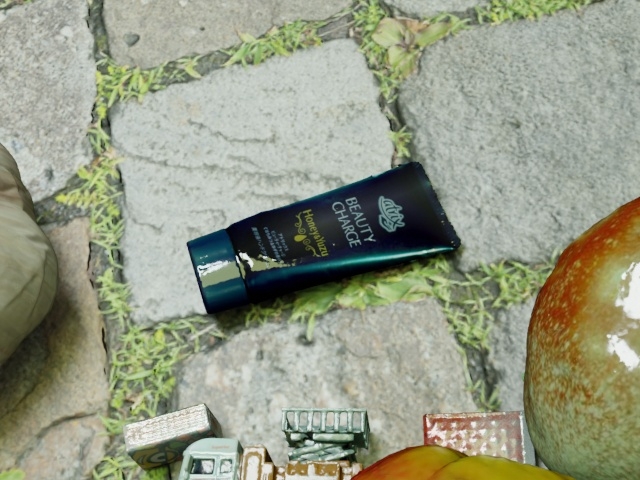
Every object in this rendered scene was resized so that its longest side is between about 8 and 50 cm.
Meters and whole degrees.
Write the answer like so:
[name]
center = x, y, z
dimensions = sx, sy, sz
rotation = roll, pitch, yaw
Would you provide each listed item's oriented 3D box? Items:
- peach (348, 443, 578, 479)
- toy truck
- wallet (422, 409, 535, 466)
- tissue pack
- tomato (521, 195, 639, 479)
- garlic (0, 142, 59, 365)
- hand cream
[peach]
center = 0.098, 0.329, 0.642
dimensions = 0.290, 0.372, 0.372
rotation = 11, 65, 30
[toy truck]
center = -0.042, 0.216, 0.859
dimensions = 0.178, 0.080, 0.115
rotation = -1, 58, 6
[wallet]
center = 0.146, 0.250, 0.847
dimensions = 0.103, 0.020, 0.196
rotation = -3, 64, 6
[tissue pack]
center = -0.140, 0.187, 0.897
dimensions = 0.083, 0.063, 0.035
rotation = -16, 59, -2
[tomato]
center = 0.317, 0.096, 0.775
dimensions = 0.304, 0.239, 0.303
rotation = -2, 65, 4
[garlic]
center = -0.420, 0.030, 0.907
dimensions = 0.318, 0.259, 0.317
rotation = -3, 59, 5
[hand cream]
center = 0.000, 0.000, 0.981
dimensions = 0.271, 0.061, 0.120
rotation = -17, 57, -9
